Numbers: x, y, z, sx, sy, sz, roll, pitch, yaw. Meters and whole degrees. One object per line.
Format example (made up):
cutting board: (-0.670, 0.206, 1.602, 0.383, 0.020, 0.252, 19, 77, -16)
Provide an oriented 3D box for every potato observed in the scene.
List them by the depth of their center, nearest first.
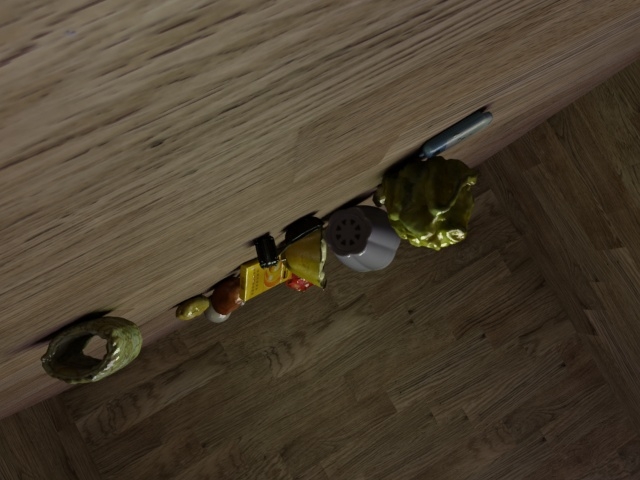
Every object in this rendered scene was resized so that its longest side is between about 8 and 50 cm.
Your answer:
potato: (-0.527, 0.279, 1.677, 0.107, 0.080, 0.170, -43, 171, 14)

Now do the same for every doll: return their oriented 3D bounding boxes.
doll: (-0.468, 0.305, 2.013, 0.287, 0.150, 0.151, -37, 172, 35)

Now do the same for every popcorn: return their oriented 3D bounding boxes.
popcorn: (0.323, -0.119, 1.237, 0.312, 0.312, 0.312, -29, 176, -2)

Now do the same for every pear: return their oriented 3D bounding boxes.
pear: (-0.065, 0.057, 1.544, 0.178, 0.266, 0.267, 2, 179, 6)

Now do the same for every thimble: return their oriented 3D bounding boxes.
thimble: (-0.531, 0.252, 0.943, 0.191, 0.137, 0.143, -14, 177, -2)

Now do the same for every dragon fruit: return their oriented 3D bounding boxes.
dragon fruit: (-0.082, 0.117, 1.982, 0.268, 0.210, 0.205, -52, 176, -44)

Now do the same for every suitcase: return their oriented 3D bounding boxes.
suitcase: (-0.156, 0.035, 1.163, 0.059, 0.086, 0.126, -13, 173, -11)

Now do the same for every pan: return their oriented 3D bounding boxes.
pan: (-0.085, -0.017, 1.247, 0.202, 0.048, 0.128, -32, 174, 16)

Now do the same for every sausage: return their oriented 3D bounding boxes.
sausage: (-0.387, 0.232, 1.706, 0.133, 0.133, 0.258, -26, 172, -37)

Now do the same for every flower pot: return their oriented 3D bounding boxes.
flower pot: (0.140, -0.011, 1.496, 0.265, 0.264, 0.243, -31, 165, 19)

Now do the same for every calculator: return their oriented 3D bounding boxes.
calculator: (0.362, -0.283, 1.097, 0.210, 0.039, 0.121, -29, 174, 13)

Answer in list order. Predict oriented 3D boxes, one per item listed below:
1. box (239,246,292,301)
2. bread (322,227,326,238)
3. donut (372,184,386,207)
box: (-0.208, 0.122, 1.601, 0.269, 0.044, 0.152, -24, 132, -49)
bread: (0.000, 0.001, 1.844, 0.362, 0.077, 0.138, -27, 175, -22)
donut: (0.243, -0.173, 1.461, 0.108, 0.065, 0.166, -29, 175, 2)
